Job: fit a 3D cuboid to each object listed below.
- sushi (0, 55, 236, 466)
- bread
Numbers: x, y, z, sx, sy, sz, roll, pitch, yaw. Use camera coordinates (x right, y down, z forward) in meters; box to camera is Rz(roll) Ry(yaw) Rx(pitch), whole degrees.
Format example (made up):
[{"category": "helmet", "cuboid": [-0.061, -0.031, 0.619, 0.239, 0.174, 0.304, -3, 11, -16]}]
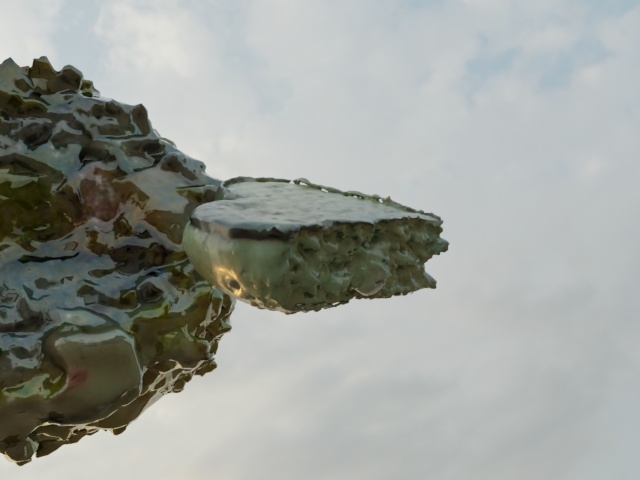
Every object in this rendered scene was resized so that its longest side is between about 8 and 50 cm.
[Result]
[{"category": "sushi", "cuboid": [-0.272, 0.032, 0.728, 0.396, 0.351, 0.240, -17, -24, -34]}, {"category": "bread", "cuboid": [0.000, 0.000, 0.540, 0.172, 0.232, 0.064, 5, -77, -1]}]
